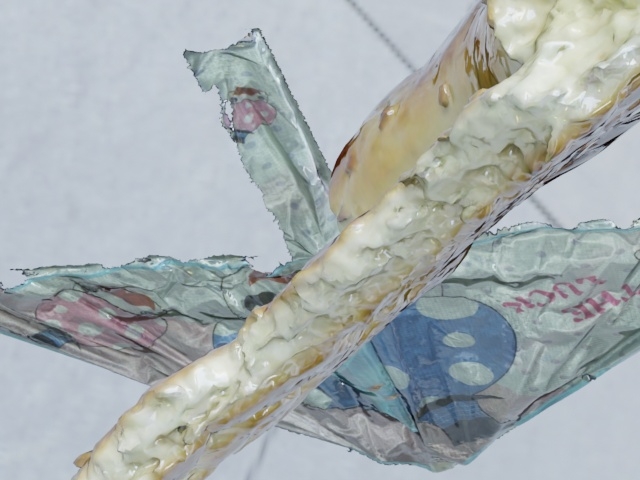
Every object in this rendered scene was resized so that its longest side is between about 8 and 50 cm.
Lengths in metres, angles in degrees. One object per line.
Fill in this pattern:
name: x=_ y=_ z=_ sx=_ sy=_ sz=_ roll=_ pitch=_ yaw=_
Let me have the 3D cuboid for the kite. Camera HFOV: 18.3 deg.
kite: x=0.010 y=0.026 z=0.818 sx=0.368 sy=0.406 sz=0.014 roll=62 pitch=26 yaw=-56

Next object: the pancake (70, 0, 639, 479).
pancake: x=0.000 y=0.000 z=0.502 sx=0.244 sy=0.266 sz=0.057 roll=-39 pitch=86 yaw=-2
